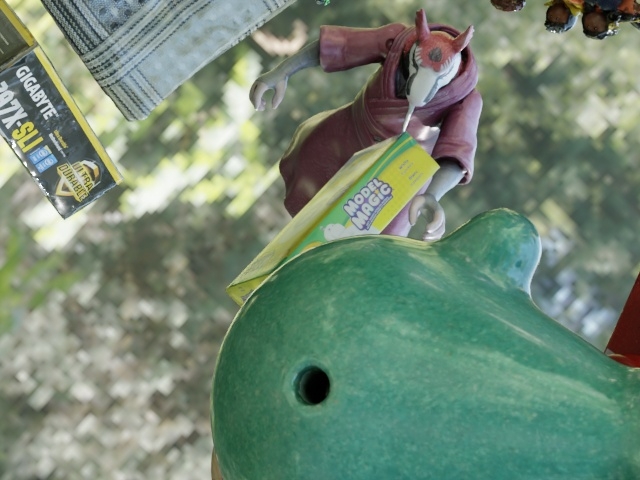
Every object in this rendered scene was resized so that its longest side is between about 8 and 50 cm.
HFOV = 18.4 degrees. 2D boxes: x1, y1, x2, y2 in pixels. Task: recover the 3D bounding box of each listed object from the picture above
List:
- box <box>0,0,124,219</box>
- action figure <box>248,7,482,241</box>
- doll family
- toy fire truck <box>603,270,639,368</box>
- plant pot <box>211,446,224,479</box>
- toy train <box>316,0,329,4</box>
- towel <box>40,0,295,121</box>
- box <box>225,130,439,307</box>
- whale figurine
[{"bbox_3d":[-0.329,-0.199,1.857,0.079,0.322,0.257,-35,151,-7],"label":"box"},{"bbox_3d":[0.091,-0.109,1.958,0.276,0.248,0.370,-31,165,-34],"label":"action figure"},{"bbox_3d":[0.207,-0.189,1.467,0.076,0.111,0.193,-15,-147,-42],"label":"doll family"},{"bbox_3d":[0.387,0.114,1.781,0.302,0.169,0.254,36,-63,40],"label":"toy fire truck"},{"bbox_3d":[0.030,0.212,1.671,0.237,0.237,0.109,-58,154,-37],"label":"plant pot"},{"bbox_3d":[0.019,-0.276,2.053,0.083,0.017,0.023,-53,169,-32],"label":"toy train"},{"bbox_3d":[-0.123,-0.312,1.754,0.324,0.312,0.056,-39,-154,-13],"label":"towel"},{"bbox_3d":[0.000,0.000,1.460,0.179,0.043,0.105,-49,-169,-21],"label":"box"},{"bbox_3d":[0.069,0.086,0.958,0.272,0.141,0.216,7,-99,28],"label":"whale figurine"}]
